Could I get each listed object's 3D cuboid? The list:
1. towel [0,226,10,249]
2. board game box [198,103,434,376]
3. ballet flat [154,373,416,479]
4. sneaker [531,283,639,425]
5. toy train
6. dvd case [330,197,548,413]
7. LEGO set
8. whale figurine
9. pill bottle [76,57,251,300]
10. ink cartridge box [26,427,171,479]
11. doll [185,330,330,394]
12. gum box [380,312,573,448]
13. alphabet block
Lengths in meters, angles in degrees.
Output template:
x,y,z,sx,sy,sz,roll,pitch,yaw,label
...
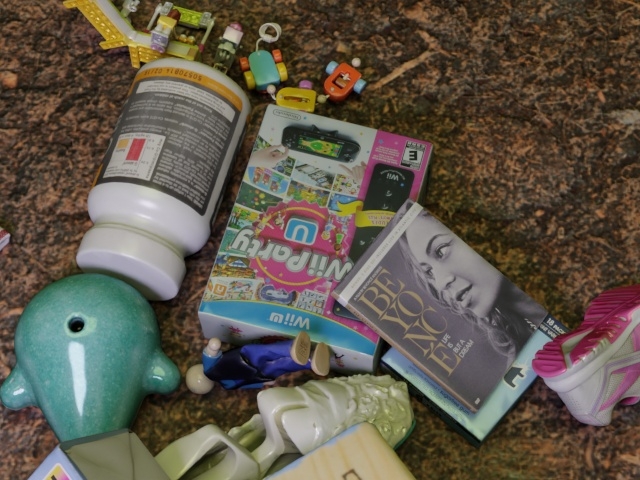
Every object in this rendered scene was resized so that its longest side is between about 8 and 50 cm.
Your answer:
x,y,z,sx,sy,sz,roll,pitch,yaw,label
-0.595,-0.013,1.680,0.329,0.037,0.237,35,69,15,towel
0.000,0.000,1.635,0.224,0.097,0.303,14,66,7,board game box
-0.074,0.248,1.476,0.409,0.147,0.147,-30,68,-12,ballet flat
0.363,0.134,1.571,0.252,0.103,0.111,-33,106,-28,sneaker
-0.028,-0.220,1.770,0.166,0.046,0.125,31,67,11,toy train
0.145,0.075,1.556,0.221,0.018,0.164,39,65,2,dvd case
-0.239,-0.318,1.770,0.287,0.132,0.107,27,60,-11,LEGO set
-0.274,0.167,1.531,0.216,0.141,0.272,-4,68,-2,whale figurine
-0.198,-0.077,1.636,0.162,0.162,0.278,14,65,7,pill bottle
-0.272,0.429,1.338,0.270,0.151,0.395,48,108,20,ink cartridge box
-0.086,0.147,1.543,0.189,0.129,0.046,-17,55,35,doll
0.191,0.135,1.597,0.157,0.041,0.184,38,71,16,gum box
0.040,0.348,1.376,0.193,0.192,0.197,-31,39,-9,alphabet block
